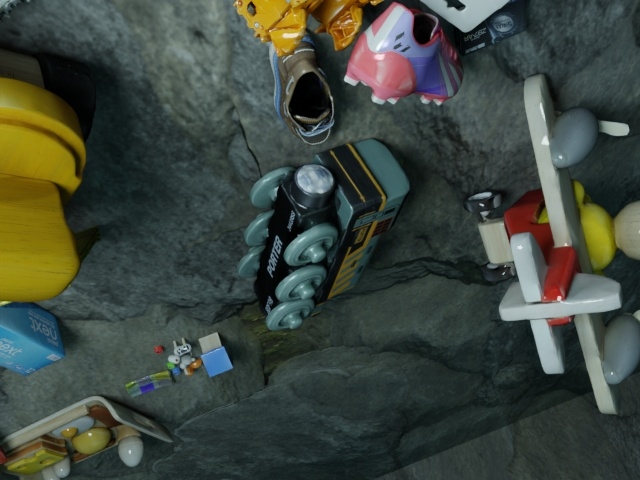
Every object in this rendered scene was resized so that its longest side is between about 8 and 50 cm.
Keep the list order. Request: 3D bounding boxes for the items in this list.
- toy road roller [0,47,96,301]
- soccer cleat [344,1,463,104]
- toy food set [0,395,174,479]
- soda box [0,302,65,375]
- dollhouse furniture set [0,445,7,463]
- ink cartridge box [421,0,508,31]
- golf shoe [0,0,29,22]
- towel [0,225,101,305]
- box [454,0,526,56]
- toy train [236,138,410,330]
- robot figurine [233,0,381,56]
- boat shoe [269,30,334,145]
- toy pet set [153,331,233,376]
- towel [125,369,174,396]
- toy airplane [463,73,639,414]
[{"bbox_3d":[-0.341,-0.024,0.767,0.202,0.241,0.329,8,139,-42],"label":"toy road roller"},{"bbox_3d":[0.108,-0.198,0.884,0.095,0.083,0.248,-58,163,26],"label":"soccer cleat"},{"bbox_3d":[-0.453,0.399,1.555,0.306,0.092,0.220,-26,151,7],"label":"toy food set"},{"bbox_3d":[-0.427,0.109,1.106,0.067,0.071,0.210,-26,151,6],"label":"soda box"},{"bbox_3d":[-0.577,0.507,1.425,0.152,0.201,0.374,-15,133,0],"label":"dollhouse furniture set"},{"bbox_3d":[0.179,-0.307,0.823,0.198,0.067,0.115,-40,146,26],"label":"ink cartridge box"},{"bbox_3d":[-0.246,-0.241,0.658,0.198,0.077,0.094,-32,132,14],"label":"golf shoe"},{"bbox_3d":[-0.310,0.031,0.951,0.102,0.021,0.237,-21,-166,-3],"label":"towel"},{"bbox_3d":[0.196,-0.255,0.973,0.083,0.018,0.067,-22,151,0],"label":"box"},{"bbox_3d":[0.000,0.000,1.160,0.190,0.142,0.334,-20,153,-24],"label":"toy train"},{"bbox_3d":[0.064,-0.282,0.723,0.291,0.085,0.211,-39,172,35],"label":"robot figurine"},{"bbox_3d":[-0.017,-0.153,0.948,0.066,0.066,0.183,-22,151,1],"label":"boat shoe"},{"bbox_3d":[-0.209,0.213,1.436,0.114,0.065,0.122,-21,152,-1],"label":"toy pet set"},{"bbox_3d":[-0.304,0.255,1.500,0.083,0.009,0.060,-15,151,-13],"label":"towel"},{"bbox_3d":[0.360,0.013,1.160,0.272,0.385,0.386,-15,150,8],"label":"toy airplane"}]
